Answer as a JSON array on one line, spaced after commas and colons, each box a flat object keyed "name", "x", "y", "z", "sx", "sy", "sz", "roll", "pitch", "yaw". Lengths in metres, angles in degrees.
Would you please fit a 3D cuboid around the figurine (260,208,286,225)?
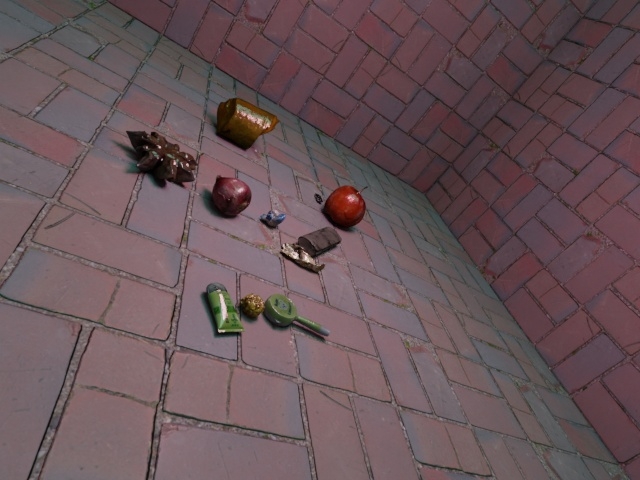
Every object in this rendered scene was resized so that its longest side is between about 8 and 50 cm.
[{"name": "figurine", "x": -0.206, "y": -0.107, "z": 1.885, "sx": 0.115, "sy": 0.078, "sz": 0.114, "roll": -8, "pitch": 15, "yaw": 2}]

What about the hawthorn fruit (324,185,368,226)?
[{"name": "hawthorn fruit", "x": 0.163, "y": -0.214, "z": 2.341, "sx": 0.242, "sy": 0.272, "sz": 0.241, "roll": 36, "pitch": 26, "yaw": -20}]

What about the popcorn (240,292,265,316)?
[{"name": "popcorn", "x": -0.221, "y": 0.208, "z": 1.352, "sx": 0.083, "sy": 0.057, "sz": 0.082, "roll": 29, "pitch": 25, "yaw": -14}]

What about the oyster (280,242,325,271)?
[{"name": "oyster", "x": -0.087, "y": 0.079, "z": 1.783, "sx": 0.200, "sy": 0.061, "sz": 0.106, "roll": 40, "pitch": 42, "yaw": 9}]

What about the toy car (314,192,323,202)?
[{"name": "toy car", "x": -0.010, "y": -0.248, "z": 2.456, "sx": 0.041, "sy": 0.025, "sz": 0.093, "roll": 22, "pitch": 26, "yaw": -28}]

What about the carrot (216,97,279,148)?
[{"name": "carrot", "x": -0.412, "y": -0.648, "z": 2.350, "sx": 0.341, "sy": 0.241, "sz": 0.241, "roll": 22, "pitch": 29, "yaw": -26}]

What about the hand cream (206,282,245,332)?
[{"name": "hand cream", "x": -0.295, "y": 0.204, "z": 1.270, "sx": 0.095, "sy": 0.046, "sz": 0.175, "roll": 13, "pitch": 37, "yaw": -48}]

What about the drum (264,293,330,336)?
[{"name": "drum", "x": -0.084, "y": 0.259, "z": 1.459, "sx": 0.253, "sy": 0.049, "sz": 0.130, "roll": 22, "pitch": 29, "yaw": -31}]

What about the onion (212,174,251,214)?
[{"name": "onion", "x": -0.379, "y": -0.200, "z": 1.729, "sx": 0.195, "sy": 0.159, "sz": 0.160, "roll": 47, "pitch": 26, "yaw": 19}]

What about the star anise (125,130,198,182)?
[{"name": "star anise", "x": -0.636, "y": -0.335, "z": 1.661, "sx": 0.315, "sy": 0.108, "sz": 0.315, "roll": 38, "pitch": 24, "yaw": -20}]

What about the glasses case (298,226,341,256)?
[{"name": "glasses case", "x": 0.000, "y": 0.000, "z": 2.003, "sx": 0.114, "sy": 0.060, "sz": 0.299, "roll": 44, "pitch": 25, "yaw": 11}]
